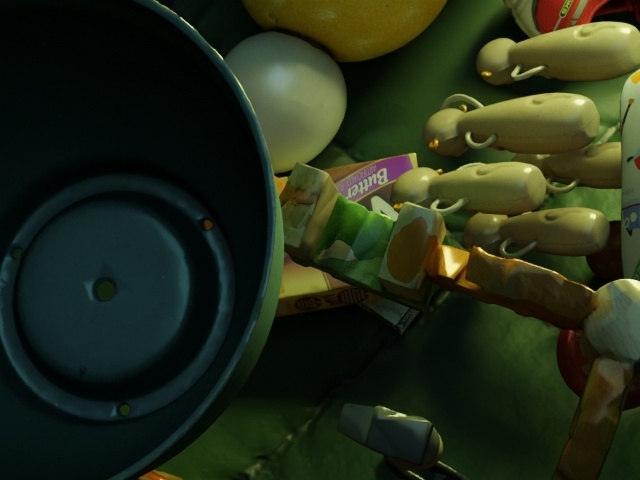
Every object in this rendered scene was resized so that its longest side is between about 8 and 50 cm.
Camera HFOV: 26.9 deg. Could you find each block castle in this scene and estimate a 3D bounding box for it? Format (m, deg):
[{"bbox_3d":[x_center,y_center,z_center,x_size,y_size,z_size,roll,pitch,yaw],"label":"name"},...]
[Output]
[{"bbox_3d":[-0.002,0.112,0.953,0.453,0.213,0.303,20,82,13],"label":"block castle"}]

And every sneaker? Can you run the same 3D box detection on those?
[{"bbox_3d":[0.297,-0.268,1.275,0.279,0.107,0.118,-39,88,-16],"label":"sneaker"}]

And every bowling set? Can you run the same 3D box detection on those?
[{"bbox_3d":[0.176,-0.039,1.121,0.154,0.200,0.287,-1,31,38],"label":"bowling set"}]

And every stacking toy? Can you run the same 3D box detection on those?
[{"bbox_3d":[0.023,-0.285,1.183,0.350,0.350,0.480,22,80,10],"label":"stacking toy"}]

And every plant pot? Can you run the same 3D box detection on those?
[{"bbox_3d":[-0.151,0.016,0.787,0.293,0.196,0.293,-2,77,9],"label":"plant pot"}]

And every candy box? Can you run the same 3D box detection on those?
[{"bbox_3d":[0.000,0.000,1.121,0.187,0.053,0.109,-10,70,4],"label":"candy box"}]

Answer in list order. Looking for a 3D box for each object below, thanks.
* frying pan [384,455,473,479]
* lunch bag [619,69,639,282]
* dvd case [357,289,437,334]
[{"bbox_3d":[0.218,0.235,1.029,0.197,0.053,0.326,-30,70,-16],"label":"frying pan"},{"bbox_3d":[0.376,-0.038,1.072,0.303,0.115,0.243,12,72,-23],"label":"lunch bag"},{"bbox_3d":[0.047,0.016,1.154,0.119,0.013,0.087,35,67,15],"label":"dvd case"}]
